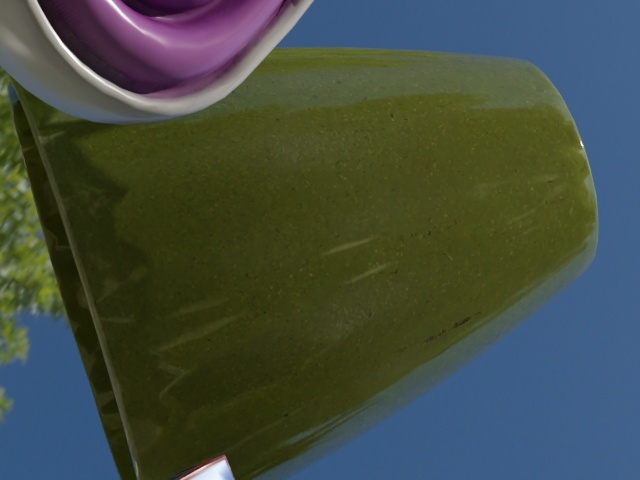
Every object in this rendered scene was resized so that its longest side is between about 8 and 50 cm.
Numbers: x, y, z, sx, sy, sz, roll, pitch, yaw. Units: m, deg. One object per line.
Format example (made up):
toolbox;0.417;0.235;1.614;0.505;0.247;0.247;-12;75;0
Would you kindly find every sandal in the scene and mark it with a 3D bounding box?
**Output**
sandal;0.042;-0.207;0.480;0.169;0.102;0.416;41;-109;-43

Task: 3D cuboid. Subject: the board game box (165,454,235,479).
board game box;-0.027;0.232;0.574;0.027;0.145;0.281;-25;-92;34

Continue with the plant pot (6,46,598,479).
plant pot;0.000;0.000;0.909;0.293;0.275;0.275;-16;-70;-12
